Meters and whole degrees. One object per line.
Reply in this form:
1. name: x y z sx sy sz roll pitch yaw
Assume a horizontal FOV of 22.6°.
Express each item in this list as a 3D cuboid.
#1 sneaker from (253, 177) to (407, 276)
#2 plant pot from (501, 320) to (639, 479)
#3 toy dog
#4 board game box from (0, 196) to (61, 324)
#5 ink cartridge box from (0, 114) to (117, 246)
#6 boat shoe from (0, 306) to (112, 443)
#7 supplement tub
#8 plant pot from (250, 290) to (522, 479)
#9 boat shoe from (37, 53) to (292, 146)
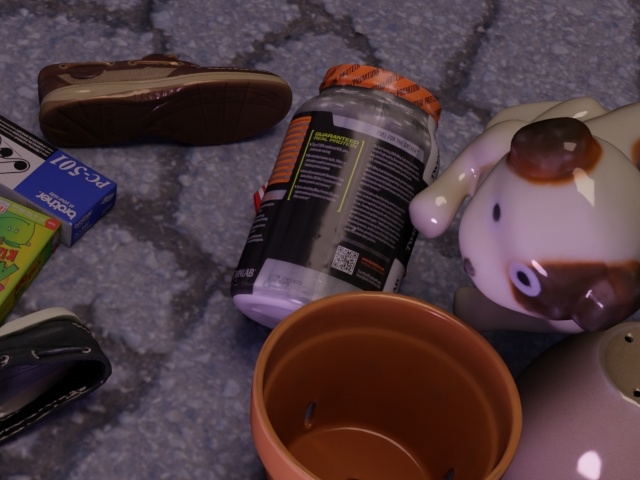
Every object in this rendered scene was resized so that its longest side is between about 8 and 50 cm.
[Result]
1. sneaker: 0.000 0.000 2.065 0.128 0.087 0.221 -39 67 -17
2. plant pot: 0.358 0.203 1.870 0.284 0.191 0.284 7 46 -8
3. toy dog: 0.302 -0.018 1.810 0.395 0.284 0.408 -9 5 24
4. board game box: -0.397 0.031 1.941 0.092 0.043 0.181 23 47 7
5. ink cartridge box: -0.372 -0.082 2.050 0.207 0.046 0.097 30 49 14
6. boat shoe: -0.374 0.184 1.751 0.340 0.127 0.113 -22 44 -41
7. supplement tub: 0.027 -0.040 1.932 0.193 0.193 0.316 19 76 4
8. plant pot: 0.054 0.229 1.761 0.291 0.203 0.291 8 46 -8
9. boat shoe: -0.211 -0.206 2.159 0.342 0.123 0.123 -7 51 -11
